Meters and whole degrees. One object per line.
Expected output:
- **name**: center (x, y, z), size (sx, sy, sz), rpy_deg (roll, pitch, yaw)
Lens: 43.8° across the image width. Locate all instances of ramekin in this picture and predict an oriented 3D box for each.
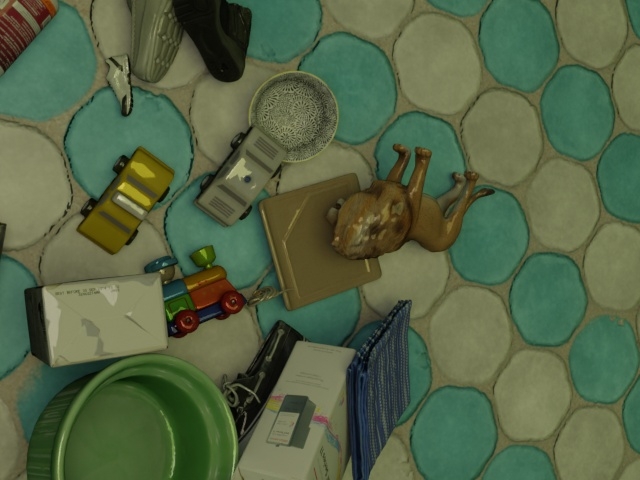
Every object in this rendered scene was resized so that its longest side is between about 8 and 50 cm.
- **ramekin**: center (-0.287, 0.328, 1.200), size (0.303, 0.148, 0.304), rpy_deg (13, 70, -41)

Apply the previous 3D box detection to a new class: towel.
- **towel**: center (0.122, 0.274, 1.488), size (0.336, 0.040, 0.243), rpy_deg (-38, 128, -63)

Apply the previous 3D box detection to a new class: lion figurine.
- **lion figurine**: center (0.196, -0.048, 1.582), size (0.392, 0.142, 0.240), rpy_deg (16, 93, -38)

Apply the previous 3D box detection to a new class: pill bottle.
- **pill bottle**: center (-0.527, -0.330, 1.255), size (0.121, 0.121, 0.221), rpy_deg (41, 74, -20)

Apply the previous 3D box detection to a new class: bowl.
- **bowl**: center (-0.057, -0.237, 1.495), size (0.170, 0.080, 0.170), rpy_deg (-4, 108, -13)

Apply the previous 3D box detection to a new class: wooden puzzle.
- **wooden puzzle**: center (0.000, 0.000, 1.561), size (0.238, 0.044, 0.221), rpy_deg (-19, 99, -30)

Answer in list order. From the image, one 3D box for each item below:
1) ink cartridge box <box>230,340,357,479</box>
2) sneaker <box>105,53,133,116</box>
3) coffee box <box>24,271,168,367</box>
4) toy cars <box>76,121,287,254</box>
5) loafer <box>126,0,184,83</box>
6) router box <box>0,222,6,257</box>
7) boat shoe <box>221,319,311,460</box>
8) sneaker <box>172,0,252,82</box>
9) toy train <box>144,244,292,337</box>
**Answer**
- **ink cartridge box**: center (-0.035, 0.367, 1.332), size (0.353, 0.119, 0.207), rpy_deg (-63, 154, -46)
- **sneaker**: center (-0.352, -0.270, 1.392), size (0.043, 0.040, 0.109), rpy_deg (-6, 90, -9)
- **coffee box**: center (-0.359, 0.120, 1.244), size (0.168, 0.297, 0.119), rpy_deg (-6, 88, -25)
- **toy cars**: center (-0.232, -0.088, 1.388), size (0.393, 0.087, 0.177), rpy_deg (-14, 106, -16)
- **loafer**: center (-0.295, -0.437, 1.387), size (0.111, 0.112, 0.320), rpy_deg (10, 91, 11)
- **router box**: center (-0.640, 0.103, 1.229), size (0.242, 0.081, 0.309), rpy_deg (10, 86, -26)
- **boat shoe**: center (-0.131, 0.283, 1.461), size (0.105, 0.113, 0.306), rpy_deg (42, 71, -14)
- **sneaker**: center (-0.188, -0.405, 1.404), size (0.228, 0.087, 0.130), rpy_deg (63, 27, -44)
- **toy train**: center (-0.187, 0.070, 1.445), size (0.248, 0.105, 0.143), rpy_deg (-22, 87, -24)
